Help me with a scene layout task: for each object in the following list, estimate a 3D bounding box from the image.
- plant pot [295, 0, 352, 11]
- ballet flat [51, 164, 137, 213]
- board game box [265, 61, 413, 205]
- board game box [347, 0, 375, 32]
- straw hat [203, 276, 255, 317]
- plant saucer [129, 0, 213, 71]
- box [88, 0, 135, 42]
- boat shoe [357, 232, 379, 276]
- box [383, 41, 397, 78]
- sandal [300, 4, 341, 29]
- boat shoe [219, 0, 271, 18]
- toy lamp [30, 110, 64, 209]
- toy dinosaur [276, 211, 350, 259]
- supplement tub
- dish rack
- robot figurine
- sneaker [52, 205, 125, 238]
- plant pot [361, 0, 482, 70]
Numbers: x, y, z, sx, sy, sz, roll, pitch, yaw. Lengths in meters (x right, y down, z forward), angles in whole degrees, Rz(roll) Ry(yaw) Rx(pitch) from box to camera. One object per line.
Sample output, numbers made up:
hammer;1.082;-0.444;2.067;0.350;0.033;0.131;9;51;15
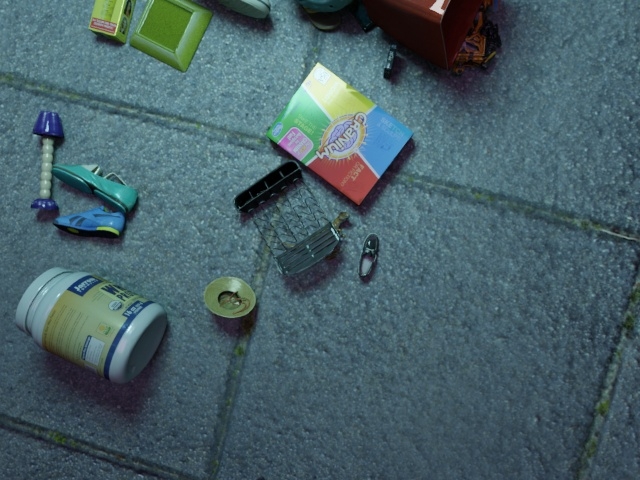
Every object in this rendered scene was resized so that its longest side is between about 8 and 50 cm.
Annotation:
plant pot;0.015;-0.704;1.080;0.293;0.293;0.235;18;87;4
ballet flat;-0.628;-0.164;1.287;0.247;0.083;0.087;28;60;1
board game box;0.050;-0.282;1.223;0.316;0.064;0.242;37;95;3
board game box;0.161;-0.667;1.216;0.186;0.026;0.126;-35;90;6
straw hat;-0.254;0.175;1.268;0.144;0.144;0.061;18;136;4
plant saucer;-0.424;-0.597;1.261;0.188;0.045;0.188;27;95;4
box;-0.566;-0.681;1.262;0.087;0.058;0.232;17;94;3
boat shoe;0.130;0.041;1.242;0.046;0.038;0.125;20;94;4
box;0.183;-0.471;1.193;0.018;0.083;0.067;15;93;5
sandal;-0.017;-0.641;1.221;0.072;0.049;0.180;-39;89;5
boat shoe;-0.321;-0.760;1.179;0.500;0.187;0.156;38;101;8
toy lamp;-0.777;-0.226;1.292;0.080;0.080;0.275;4;93;5
toy dinosaur;0.000;0.000;1.252;0.211;0.064;0.112;-31;72;6
supplement tub;-0.606;0.221;1.220;0.316;0.228;0.228;24;94;3
dish rack;-0.084;-0.052;1.214;0.208;0.074;0.271;-34;72;7
robot figurine;0.365;-0.578;1.172;0.211;0.085;0.291;2;92;6
sneaker;-0.658;-0.057;1.301;0.209;0.069;0.082;4;67;10
plant pot;0.234;-0.593;1.029;0.235;0.267;0.267;27;97;18
